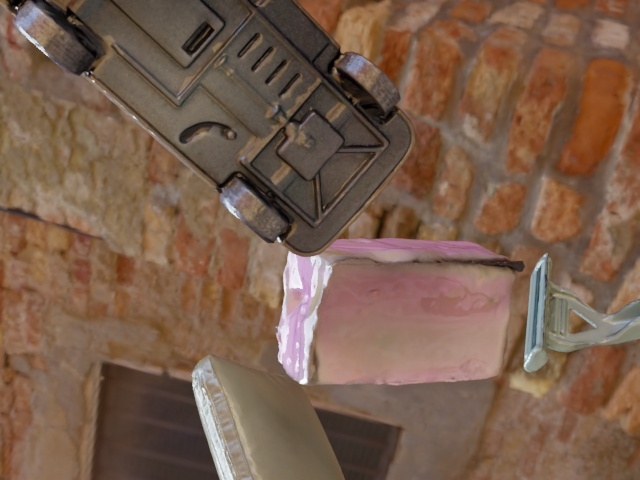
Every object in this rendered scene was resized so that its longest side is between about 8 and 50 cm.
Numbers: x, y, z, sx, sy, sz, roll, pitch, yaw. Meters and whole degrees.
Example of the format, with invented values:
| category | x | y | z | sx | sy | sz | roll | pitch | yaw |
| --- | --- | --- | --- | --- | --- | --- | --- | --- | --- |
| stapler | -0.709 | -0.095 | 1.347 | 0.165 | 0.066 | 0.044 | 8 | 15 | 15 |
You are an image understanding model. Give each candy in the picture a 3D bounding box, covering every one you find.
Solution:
| category | x | y | z | sx | sy | sz | roll | pitch | yaw |
| --- | --- | --- | --- | --- | --- | --- | --- | --- | --- |
| candy | 0.089 | 0.080 | 0.964 | 0.116 | 0.265 | 0.156 | 29 | 115 | 59 |

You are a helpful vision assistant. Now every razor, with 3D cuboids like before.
| category | x | y | z | sx | sy | sz | roll | pitch | yaw |
| --- | --- | --- | --- | --- | --- | --- | --- | --- | --- |
| razor | 0.304 | 0.050 | 0.679 | 0.056 | 0.277 | 0.111 | 61 | -148 | -35 |

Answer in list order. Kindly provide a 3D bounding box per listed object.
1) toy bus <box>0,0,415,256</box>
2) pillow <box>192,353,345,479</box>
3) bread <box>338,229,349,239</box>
| category | x | y | z | sx | sy | sz | roll | pitch | yaw |
| --- | --- | --- | --- | --- | --- | --- | --- | --- | --- |
| toy bus | -0.081 | -0.125 | 0.572 | 0.139 | 0.289 | 0.157 | -50 | 22 | 0 |
| pillow | -0.062 | 0.328 | 1.236 | 0.255 | 0.119 | 0.322 | 25 | -147 | -54 |
| bread | -0.001 | 0.000 | 1.244 | 0.077 | 0.084 | 0.367 | -37 | 23 | 21 |
